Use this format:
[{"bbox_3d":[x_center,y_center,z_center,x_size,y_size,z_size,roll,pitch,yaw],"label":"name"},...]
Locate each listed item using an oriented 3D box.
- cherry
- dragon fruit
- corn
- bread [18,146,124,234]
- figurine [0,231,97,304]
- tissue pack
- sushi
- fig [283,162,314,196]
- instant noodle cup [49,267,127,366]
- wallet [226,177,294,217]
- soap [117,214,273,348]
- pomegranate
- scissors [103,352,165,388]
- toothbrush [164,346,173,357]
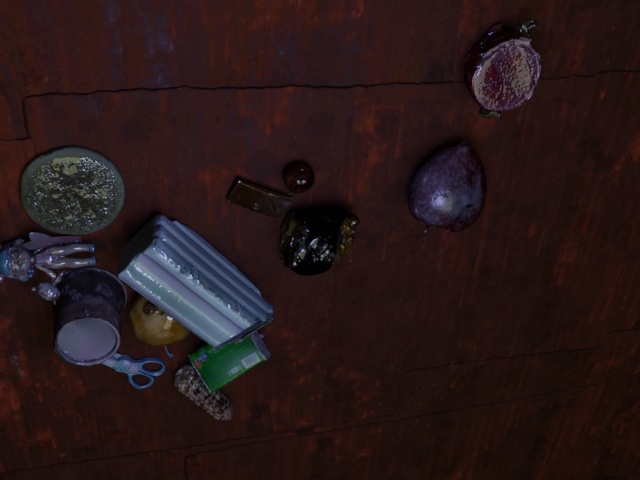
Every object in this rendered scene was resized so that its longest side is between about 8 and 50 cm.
[{"bbox_3d":[0.377,-0.150,1.925,0.230,0.203,0.300,14,108,-17],"label":"cherry"},{"bbox_3d":[0.503,-0.479,1.810,0.211,0.147,0.282,15,113,-15],"label":"dragon fruit"},{"bbox_3d":[-0.382,0.506,2.167,0.092,0.092,0.280,-33,129,4],"label":"corn"},{"bbox_3d":[-0.648,-0.122,1.713,0.267,0.040,0.267,-8,123,-13],"label":"bread"},{"bbox_3d":[-0.736,0.067,1.758,0.260,0.103,0.205,-6,104,-18],"label":"figurine"},{"bbox_3d":[-0.281,0.358,2.080,0.209,0.156,0.148,-33,89,5],"label":"tissue pack"},{"bbox_3d":[-0.002,-0.003,1.901,0.204,0.200,0.213,13,103,-26],"label":"sushi"},{"bbox_3d":[-0.067,-0.163,1.860,0.089,0.088,0.125,-1,153,-17],"label":"fig"},{"bbox_3d":[-0.648,0.218,1.825,0.218,0.207,0.217,-9,124,-13],"label":"instant noodle cup"},{"bbox_3d":[-0.173,-0.116,1.863,0.176,0.026,0.095,19,134,-27],"label":"wallet"},{"bbox_3d":[-0.332,0.129,1.826,0.156,0.261,0.446,-43,116,12],"label":"soap"},{"bbox_3d":[-0.463,0.217,1.900,0.196,0.196,0.196,-8,123,-13],"label":"pomegranate"},{"bbox_3d":[-0.615,0.385,2.045,0.256,0.030,0.125,32,108,-34],"label":"scissors"},{"bbox_3d":[-0.493,0.321,2.056,0.013,0.011,0.131,-14,125,6],"label":"toothbrush"}]
